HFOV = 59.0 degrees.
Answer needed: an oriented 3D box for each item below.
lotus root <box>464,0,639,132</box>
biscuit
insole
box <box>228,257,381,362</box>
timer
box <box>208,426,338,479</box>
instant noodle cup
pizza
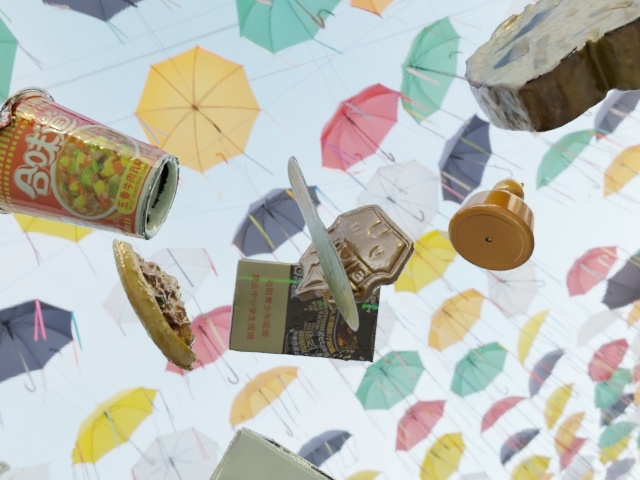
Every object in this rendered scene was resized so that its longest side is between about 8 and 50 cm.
[{"bbox_3d":[0.419,-0.333,0.909,0.111,0.391,0.374,46,-135,-26],"label":"lotus root"},{"bbox_3d":[0.045,0.033,0.985,0.215,0.182,0.034,-37,-42,-1],"label":"biscuit"},{"bbox_3d":[0.000,0.000,0.924,0.007,0.322,0.109,-15,-23,-18],"label":"insole"},{"bbox_3d":[-0.033,0.147,1.214,0.311,0.084,0.198,6,-93,-2],"label":"box"},{"bbox_3d":[0.291,-0.047,0.909,0.152,0.132,0.132,-54,-37,-39],"label":"timer"},{"bbox_3d":[-0.015,0.339,0.731,0.086,0.225,0.129,-59,-23,-16],"label":"box"},{"bbox_3d":[-0.323,-0.094,0.801,0.212,0.193,0.193,18,-67,0],"label":"instant noodle cup"},{"bbox_3d":[-0.308,0.117,1.100,0.058,0.197,0.292,-26,-83,4],"label":"pizza"}]
